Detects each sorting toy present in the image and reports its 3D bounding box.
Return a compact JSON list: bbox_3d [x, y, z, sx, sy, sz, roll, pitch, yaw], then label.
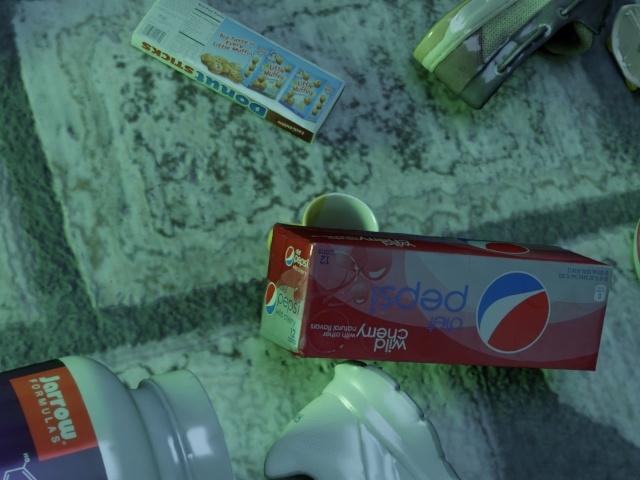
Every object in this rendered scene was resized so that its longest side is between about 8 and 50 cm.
[{"bbox_3d":[0.314,-0.177,1.448,0.075,0.045,0.083,-14,73,-30],"label":"sorting toy"}]

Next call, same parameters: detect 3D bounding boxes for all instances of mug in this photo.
[{"bbox_3d":[0.004,-0.001,1.264,0.078,0.064,0.062,33,61,3],"label":"mug"}]

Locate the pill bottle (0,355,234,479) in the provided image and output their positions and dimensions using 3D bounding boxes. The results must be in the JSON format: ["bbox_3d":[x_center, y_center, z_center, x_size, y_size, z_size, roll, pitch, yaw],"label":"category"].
[{"bbox_3d":[-0.228,0.183,1.045,0.323,0.181,0.181,-14,68,-20],"label":"pill bottle"}]

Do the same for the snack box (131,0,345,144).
[{"bbox_3d":[-0.070,-0.153,1.344,0.178,0.022,0.064,29,60,1],"label":"snack box"}]

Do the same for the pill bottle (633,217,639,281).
[{"bbox_3d":[0.378,-0.036,1.254,0.160,0.283,0.160,6,63,-11],"label":"pill bottle"}]

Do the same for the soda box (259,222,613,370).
[{"bbox_3d":[0.091,0.045,1.211,0.263,0.083,0.092,4,99,-24],"label":"soda box"}]

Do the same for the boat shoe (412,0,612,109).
[{"bbox_3d":[0.211,-0.207,1.406,0.285,0.103,0.092,-32,86,-27],"label":"boat shoe"}]

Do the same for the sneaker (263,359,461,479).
[{"bbox_3d":[0.078,0.232,1.161,0.129,0.111,0.297,-39,73,-13],"label":"sneaker"}]
